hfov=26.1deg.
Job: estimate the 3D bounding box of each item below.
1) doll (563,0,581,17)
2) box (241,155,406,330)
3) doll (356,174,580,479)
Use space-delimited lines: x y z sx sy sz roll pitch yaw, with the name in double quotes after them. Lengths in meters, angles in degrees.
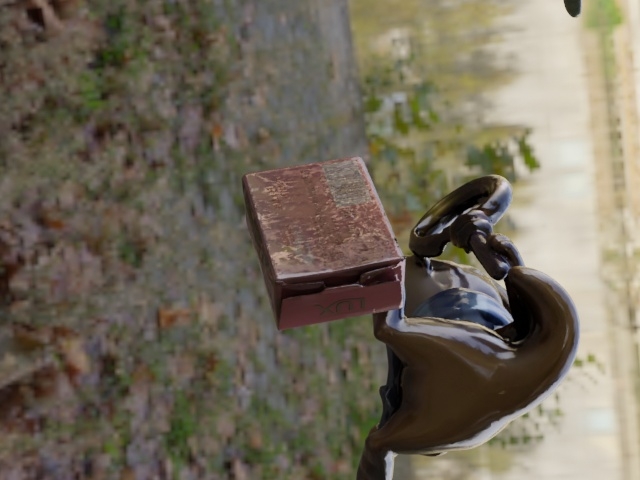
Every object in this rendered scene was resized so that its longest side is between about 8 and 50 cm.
0.111 -0.128 0.567 0.083 0.050 0.076 21 -61 58 "doll"
0.000 0.000 1.141 0.156 0.111 0.060 -108 -168 -49 "box"
0.133 0.098 1.434 0.318 0.209 0.340 -54 178 11 "doll"
